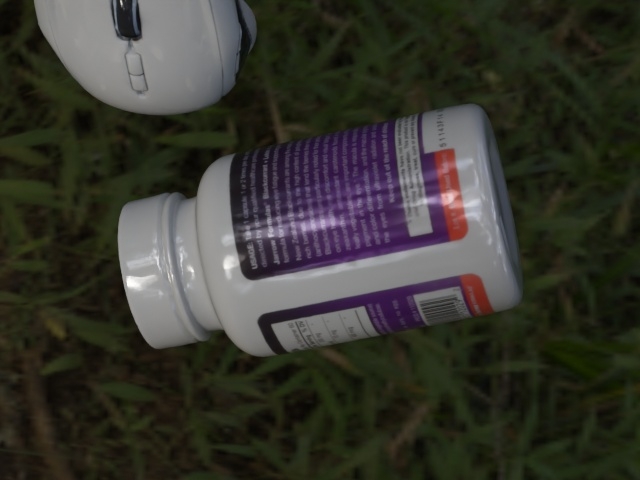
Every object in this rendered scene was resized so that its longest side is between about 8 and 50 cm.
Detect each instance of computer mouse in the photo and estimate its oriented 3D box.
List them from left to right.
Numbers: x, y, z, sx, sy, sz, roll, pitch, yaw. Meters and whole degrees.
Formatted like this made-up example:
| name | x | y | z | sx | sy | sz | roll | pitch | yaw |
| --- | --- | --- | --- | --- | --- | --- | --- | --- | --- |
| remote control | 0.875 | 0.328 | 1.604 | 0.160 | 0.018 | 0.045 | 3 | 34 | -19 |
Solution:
| name | x | y | z | sx | sy | sz | roll | pitch | yaw |
| --- | --- | --- | --- | --- | --- | --- | --- | --- | --- |
| computer mouse | -0.058 | -0.074 | 0.612 | 0.106 | 0.193 | 0.042 | 2 | 77 | 5 |

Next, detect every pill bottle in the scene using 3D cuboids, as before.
| name | x | y | z | sx | sy | sz | roll | pitch | yaw |
| --- | --- | --- | --- | --- | --- | --- | --- | --- | --- |
| pill bottle | 0.000 | 0.000 | 0.961 | 0.193 | 0.108 | 0.108 | -11 | 93 | 10 |
